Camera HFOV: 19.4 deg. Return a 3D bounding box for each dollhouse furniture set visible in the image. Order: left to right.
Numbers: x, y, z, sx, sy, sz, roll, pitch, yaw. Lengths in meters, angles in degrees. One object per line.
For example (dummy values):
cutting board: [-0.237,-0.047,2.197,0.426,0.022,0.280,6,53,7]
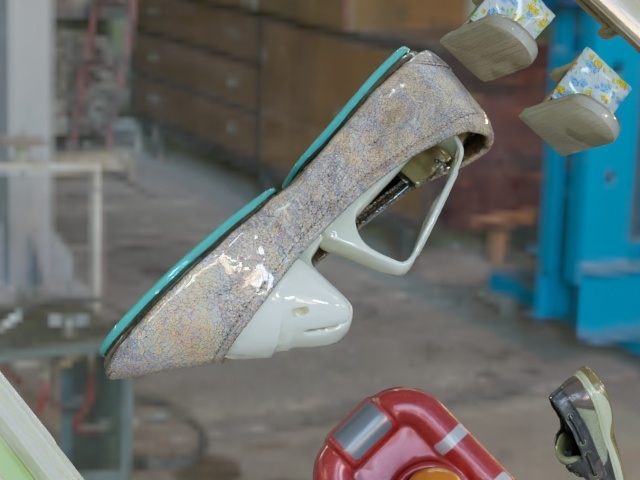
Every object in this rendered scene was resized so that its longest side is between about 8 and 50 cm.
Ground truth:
dollhouse furniture set: [0.246,-0.149,1.223,0.242,0.212,0.161,41,-15,-12]

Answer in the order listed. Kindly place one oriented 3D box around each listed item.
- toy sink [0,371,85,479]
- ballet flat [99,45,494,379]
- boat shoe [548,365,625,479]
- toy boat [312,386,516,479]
toy sink: [-0.225,0.164,1.124,0.234,0.131,0.153,-21,55,-35]
ballet flat: [0.000,0.000,1.187,0.316,0.106,0.107,-45,-7,-21]
boat shoe: [0.217,0.168,1.546,0.049,0.152,0.056,-23,36,-8]
toy boat: [0.104,0.242,1.718,0.231,0.151,0.151,46,-7,7]
